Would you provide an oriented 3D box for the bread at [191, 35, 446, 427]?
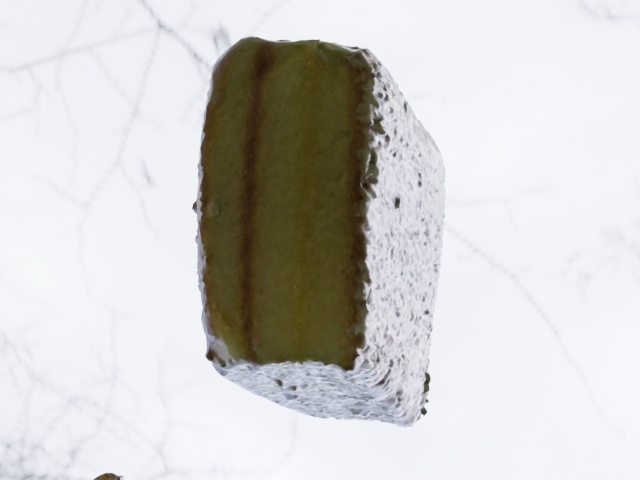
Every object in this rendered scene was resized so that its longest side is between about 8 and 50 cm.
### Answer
[{"bbox_3d":[0.000,0.000,1.080,0.111,0.234,0.184,1,-103,12],"label":"bread"}]

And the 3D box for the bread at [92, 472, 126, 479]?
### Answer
[{"bbox_3d":[-0.116,0.139,0.690,0.080,0.109,0.084,13,-154,-14],"label":"bread"}]
